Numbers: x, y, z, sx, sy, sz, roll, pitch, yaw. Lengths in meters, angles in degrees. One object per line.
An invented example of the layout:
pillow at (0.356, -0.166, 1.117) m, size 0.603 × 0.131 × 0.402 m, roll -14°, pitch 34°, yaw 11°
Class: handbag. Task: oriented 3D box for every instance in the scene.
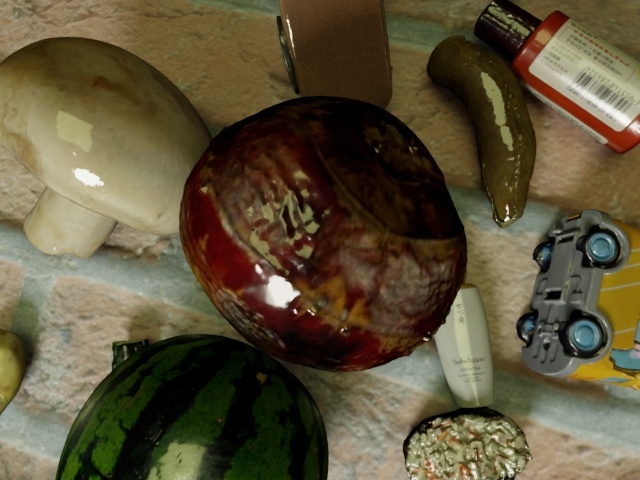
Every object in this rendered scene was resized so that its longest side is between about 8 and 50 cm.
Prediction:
handbag at (0.020, -0.276, 0.628) m, size 0.151 × 0.194 × 0.072 m, roll -8°, pitch 36°, yaw 6°

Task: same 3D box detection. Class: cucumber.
cucumber at (-0.276, 0.231, 0.625) m, size 0.058 × 0.058 × 0.187 m, roll 5°, pitch 78°, yaw 6°

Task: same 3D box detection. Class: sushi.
sushi at (0.179, 0.261, 0.563) m, size 0.150 × 0.078 × 0.091 m, roll -11°, pitch 78°, yaw 4°

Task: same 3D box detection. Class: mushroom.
mushroom at (-0.295, -0.097, 0.588) m, size 0.290 × 0.292 × 0.293 m, roll -43°, pitch 78°, yaw 14°

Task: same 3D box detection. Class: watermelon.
watermelon at (-0.130, 0.246, 0.492) m, size 0.284 × 0.285 × 0.286 m, roll -1°, pitch 79°, yaw 5°

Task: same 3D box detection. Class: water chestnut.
water chestnut at (0.000, 0.000, 0.549) m, size 0.302 × 0.350 × 0.351 m, roll -41°, pitch 75°, yaw 40°

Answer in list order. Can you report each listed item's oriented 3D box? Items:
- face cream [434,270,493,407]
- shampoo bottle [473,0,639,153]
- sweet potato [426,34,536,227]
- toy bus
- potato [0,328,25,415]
face cream at (0.189, 0.126, 0.601) m, size 0.072 × 0.051 × 0.182 m, roll -9°, pitch 78°, yaw 7°
shampoo bottle at (0.342, -0.244, 0.628) m, size 0.278 × 0.104 × 0.104 m, roll 40°, pitch 85°, yaw 11°
sweet potato at (0.242, -0.162, 0.643) m, size 0.112 × 0.085 × 0.286 m, roll -19°, pitch 89°, yaw 36°
toy bus at (0.348, 0.079, 0.562) m, size 0.136 × 0.126 × 0.210 m, roll 18°, pitch 81°, yaw 0°
potato at (-0.472, 0.198, 0.637) m, size 0.091 × 0.070 × 0.138 m, roll 9°, pitch 69°, yaw 26°
